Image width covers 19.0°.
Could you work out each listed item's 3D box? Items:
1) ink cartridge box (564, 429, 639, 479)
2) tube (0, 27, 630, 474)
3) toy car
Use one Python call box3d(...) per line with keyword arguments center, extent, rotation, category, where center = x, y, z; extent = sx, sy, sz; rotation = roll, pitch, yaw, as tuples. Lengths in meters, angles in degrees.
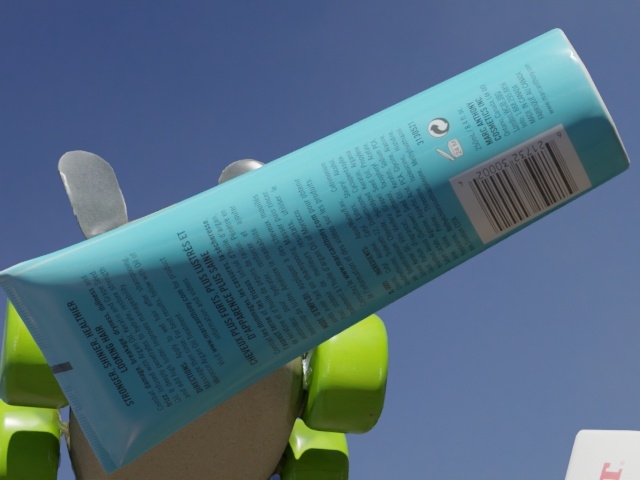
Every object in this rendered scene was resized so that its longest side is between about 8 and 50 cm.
box3d(center=(0.323, 0.279, 1.211), extent=(0.385, 0.279, 0.160), rotation=(-2, -31, 41), category="ink cartridge box")
box3d(center=(0.000, 0.000, 0.638), extent=(0.207, 0.080, 0.052), rotation=(-27, 8, 5), category="tube")
box3d(center=(-0.064, 0.024, 0.855), extent=(0.155, 0.188, 0.149), rotation=(6, -44, -11), category="toy car")
